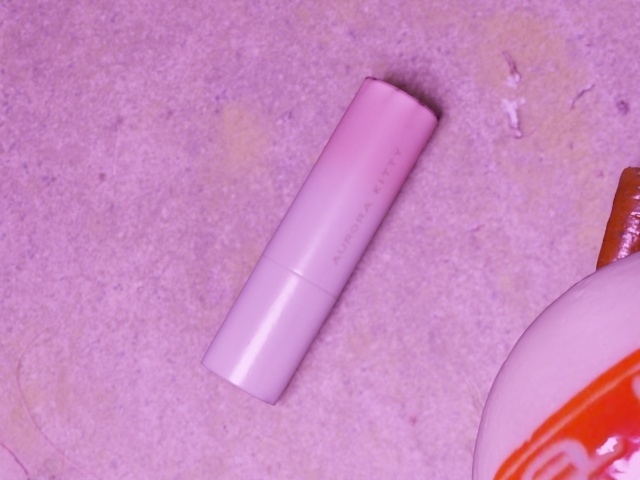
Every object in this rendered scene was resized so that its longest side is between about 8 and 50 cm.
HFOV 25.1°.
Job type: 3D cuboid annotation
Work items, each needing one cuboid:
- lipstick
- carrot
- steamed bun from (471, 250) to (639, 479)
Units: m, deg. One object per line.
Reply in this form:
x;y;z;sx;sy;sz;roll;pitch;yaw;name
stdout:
0.000;0.000;1.416;0.087;0.087;0.327;29;87;23;lipstick
0.279;0.040;1.329;0.061;0.061;0.209;16;86;22;carrot
0.272;0.185;0.981;0.374;0.241;0.374;3;96;30;steamed bun
